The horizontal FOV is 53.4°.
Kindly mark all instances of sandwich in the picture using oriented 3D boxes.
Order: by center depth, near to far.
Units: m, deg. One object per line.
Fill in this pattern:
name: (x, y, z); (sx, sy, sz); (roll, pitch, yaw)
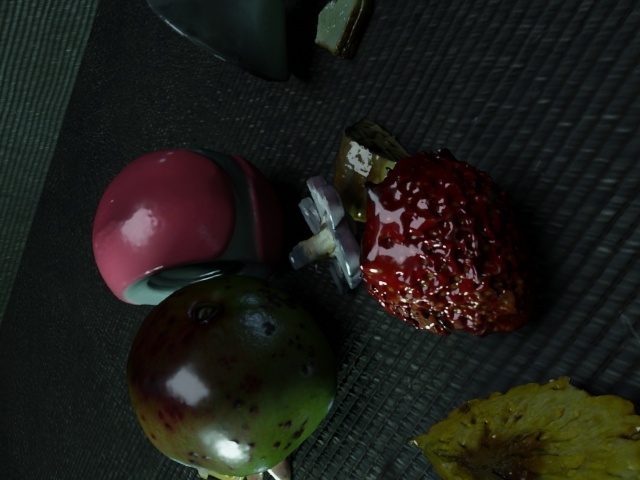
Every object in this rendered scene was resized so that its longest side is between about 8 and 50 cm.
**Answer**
sandwich: (0.034, -0.335, 0.963); (0.093, 0.036, 0.104); (51, 122, 46)

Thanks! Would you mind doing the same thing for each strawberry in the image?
strawberry: (0.134, 0.012, 0.656); (0.201, 0.184, 0.186); (38, 118, 23)

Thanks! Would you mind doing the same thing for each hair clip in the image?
hair clip: (0.007, -0.002, 0.815); (0.257, 0.075, 0.146); (134, 119, -74)

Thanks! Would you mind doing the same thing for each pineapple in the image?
pineapple: (0.225, 0.215, 0.560); (0.164, 0.140, 0.250); (53, 157, -7)

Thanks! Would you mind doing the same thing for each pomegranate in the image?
pomegranate: (-0.098, 0.202, 0.893); (0.291, 0.323, 0.290); (-28, 34, 22)

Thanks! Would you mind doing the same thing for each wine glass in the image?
wine glass: (-0.070, -0.484, 0.965); (0.406, 0.267, 0.267); (-60, 41, 21)

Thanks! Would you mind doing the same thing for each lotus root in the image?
lotus root: (0.058, -0.086, 0.836); (0.159, 0.095, 0.135); (39, 118, 56)

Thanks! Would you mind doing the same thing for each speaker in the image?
speaker: (-0.207, -0.012, 0.988); (0.294, 0.294, 0.294); (-15, 71, 51)

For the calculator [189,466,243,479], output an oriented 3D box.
calculator: (-0.187, 0.341, 1.123); (0.237, 0.033, 0.157); (-1, 81, 51)
